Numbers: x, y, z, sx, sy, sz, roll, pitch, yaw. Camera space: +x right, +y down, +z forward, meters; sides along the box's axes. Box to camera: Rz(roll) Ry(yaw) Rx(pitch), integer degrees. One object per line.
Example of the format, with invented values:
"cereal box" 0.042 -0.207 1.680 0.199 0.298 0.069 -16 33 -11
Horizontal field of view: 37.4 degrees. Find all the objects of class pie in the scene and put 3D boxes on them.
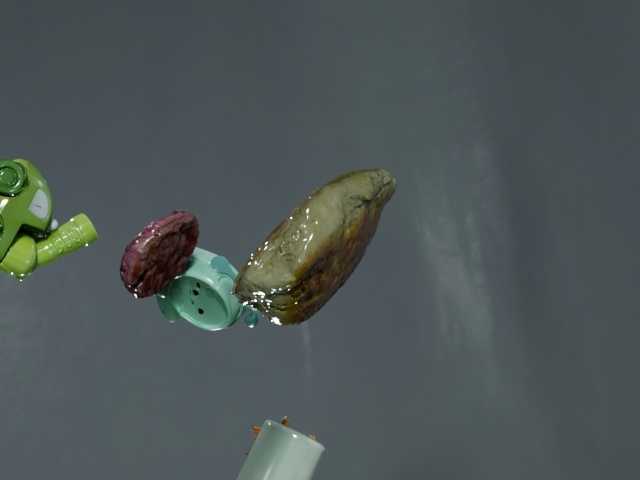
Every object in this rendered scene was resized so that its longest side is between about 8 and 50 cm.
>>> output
"pie" -0.244 0.020 1.434 0.038 0.153 0.154 32 137 20
"pie" 0.000 0.000 0.835 0.079 0.193 0.163 41 133 9

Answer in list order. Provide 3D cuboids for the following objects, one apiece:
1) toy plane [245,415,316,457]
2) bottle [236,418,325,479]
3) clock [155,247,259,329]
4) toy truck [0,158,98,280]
"toy plane" -0.044 0.374 1.547 0.188 0.135 0.062 58 -152 -18
"bottle" -0.087 0.392 1.380 0.245 0.104 0.104 -64 14 -14
"clock" -0.191 0.085 1.581 0.188 0.060 0.148 11 130 23
"toy truck" -0.502 -0.019 1.571 0.210 0.187 0.148 46 156 -14
